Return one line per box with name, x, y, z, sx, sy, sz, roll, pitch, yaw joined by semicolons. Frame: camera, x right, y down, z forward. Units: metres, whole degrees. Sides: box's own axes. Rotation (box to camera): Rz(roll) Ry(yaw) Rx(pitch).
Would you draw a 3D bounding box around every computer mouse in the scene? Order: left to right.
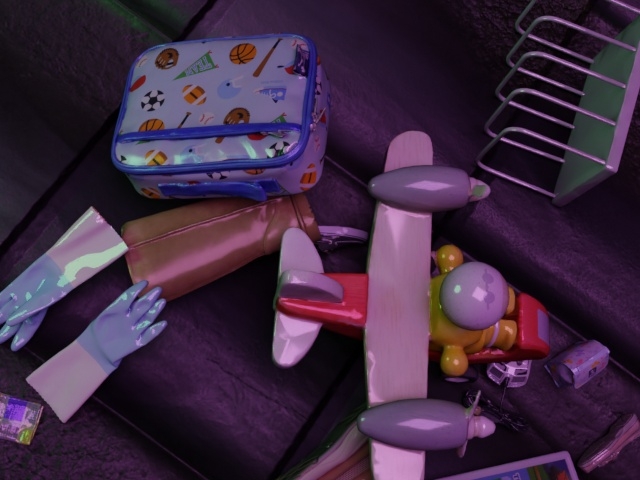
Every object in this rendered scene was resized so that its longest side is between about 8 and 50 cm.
computer mouse;0.287;0.185;1.360;0.106;0.042;0.192;19;80;-2

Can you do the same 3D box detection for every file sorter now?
file sorter;0.371;-0.228;1.393;0.173;0.193;0.277;20;74;-4

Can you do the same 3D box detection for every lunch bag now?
lunch bag;-0.130;-0.167;1.251;0.304;0.115;0.243;-2;59;16
lunch bag;0.391;0.187;1.356;0.071;0.083;0.053;-31;85;-17

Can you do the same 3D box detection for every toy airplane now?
toy airplane;0.124;0.082;1.181;0.384;0.272;0.386;-37;95;-32

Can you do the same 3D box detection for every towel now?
towel;-0.425;0.240;1.218;0.083;0.009;0.060;17;74;-7

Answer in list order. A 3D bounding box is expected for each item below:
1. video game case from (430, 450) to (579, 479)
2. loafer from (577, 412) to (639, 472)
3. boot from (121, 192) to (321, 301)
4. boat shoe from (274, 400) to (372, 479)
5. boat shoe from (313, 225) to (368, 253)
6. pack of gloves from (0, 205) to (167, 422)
video game case;0.262;0.484;1.251;0.300;0.036;0.328;-9;65;-13
loafer;0.444;0.314;1.361;0.125;0.045;0.039;-38;94;-19
boot;-0.160;-0.051;1.296;0.270;0.089;0.236;-19;61;-5
boat shoe;0.012;0.347;1.227;0.324;0.123;0.116;-39;89;-15
boat shoe;0.000;0.000;1.342;0.142;0.049;0.040;4;82;-4
pack of gloves;-0.334;0.101;1.210;0.232;0.046;0.195;-43;83;5
